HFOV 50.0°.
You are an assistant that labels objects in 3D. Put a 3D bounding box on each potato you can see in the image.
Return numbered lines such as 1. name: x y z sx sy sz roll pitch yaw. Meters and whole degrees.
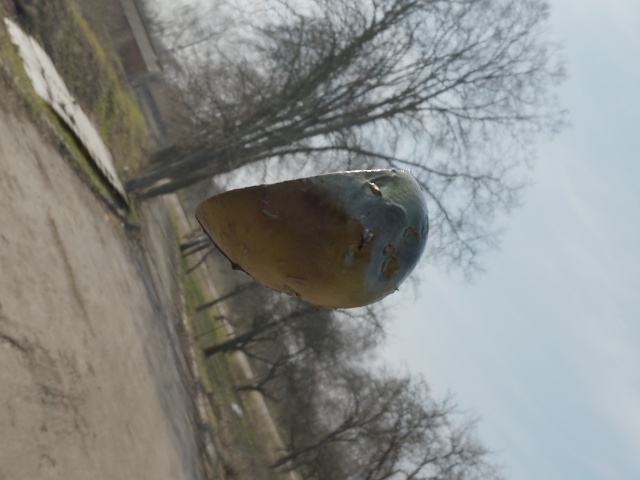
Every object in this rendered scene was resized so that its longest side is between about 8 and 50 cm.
1. potato: 0.000 0.000 0.483 0.089 0.172 0.101 143 -59 -80
